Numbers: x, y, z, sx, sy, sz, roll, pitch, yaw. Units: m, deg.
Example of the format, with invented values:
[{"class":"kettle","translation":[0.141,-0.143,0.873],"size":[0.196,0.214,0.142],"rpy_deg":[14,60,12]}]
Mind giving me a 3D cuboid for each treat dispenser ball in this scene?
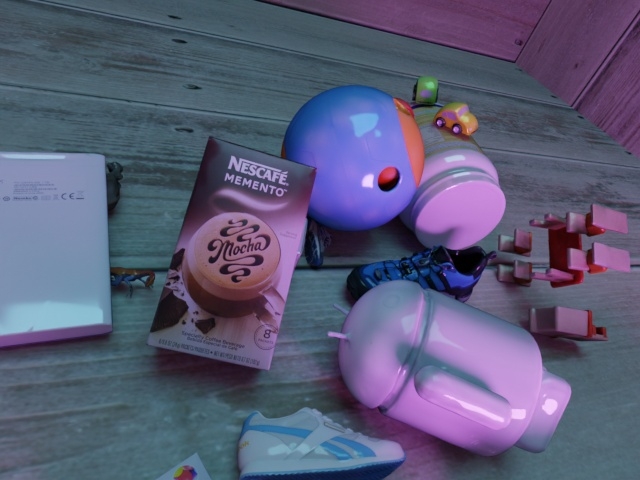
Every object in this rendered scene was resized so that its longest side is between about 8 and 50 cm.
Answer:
[{"class":"treat dispenser ball","translation":[0.064,-0.162,0.898],"size":[0.288,0.288,0.288],"rpy_deg":[13,40,-11]}]

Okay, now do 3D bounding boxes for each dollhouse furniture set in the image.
[{"class":"dollhouse furniture set","translation":[0.519,0.074,0.942],"size":[0.135,0.262,0.259],"rpy_deg":[11,74,-16]}]

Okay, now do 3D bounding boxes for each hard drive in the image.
[{"class":"hard drive","translation":[-0.430,-0.002,0.661],"size":[0.210,0.040,0.319],"rpy_deg":[-3,57,-24]}]

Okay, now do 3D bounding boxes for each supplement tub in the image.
[{"class":"supplement tub","translation":[0.276,-0.161,1.079],"size":[0.240,0.241,0.331],"rpy_deg":[6,42,-18]}]

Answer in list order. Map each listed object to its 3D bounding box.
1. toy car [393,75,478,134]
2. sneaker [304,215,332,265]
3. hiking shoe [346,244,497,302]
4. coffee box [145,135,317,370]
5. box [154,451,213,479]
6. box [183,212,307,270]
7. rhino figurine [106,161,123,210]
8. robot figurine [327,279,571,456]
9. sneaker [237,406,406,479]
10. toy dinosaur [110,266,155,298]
[{"class":"toy car","translation":[0.246,-0.332,1.043],"size":[0.238,0.053,0.225],"rpy_deg":[7,45,6]},{"class":"sneaker","translation":[0.000,0.000,0.919],"size":[0.058,0.052,0.135],"rpy_deg":[12,41,-19]},{"class":"hiking shoe","translation":[0.193,0.056,0.879],"size":[0.303,0.132,0.113],"rpy_deg":[-2,45,-27]},{"class":"coffee box","translation":[-0.124,0.022,0.662],"size":[0.168,0.119,0.297],"rpy_deg":[14,78,-9]},{"class":"box","translation":[-0.147,0.348,0.466],"size":[0.145,0.038,0.186],"rpy_deg":[-22,57,-41]},{"class":"box","translation":[-0.138,0.000,0.802],"size":[0.203,0.114,0.103],"rpy_deg":[17,39,-8]},{"class":"rhino figurine","translation":[-0.477,-0.091,0.783],"size":[0.243,0.073,0.106],"rpy_deg":[-3,43,-26]},{"class":"robot figurine","translation":[0.177,0.185,0.671],"size":[0.353,0.200,0.300],"rpy_deg":[23,-1,1]},{"class":"sneaker","translation":[0.006,0.272,0.587],"size":[0.228,0.087,0.092],"rpy_deg":[9,39,-18]},{"class":"toy dinosaur","translation":[-0.303,0.058,0.697],"size":[0.082,0.090,0.047],"rpy_deg":[-24,29,13]}]
